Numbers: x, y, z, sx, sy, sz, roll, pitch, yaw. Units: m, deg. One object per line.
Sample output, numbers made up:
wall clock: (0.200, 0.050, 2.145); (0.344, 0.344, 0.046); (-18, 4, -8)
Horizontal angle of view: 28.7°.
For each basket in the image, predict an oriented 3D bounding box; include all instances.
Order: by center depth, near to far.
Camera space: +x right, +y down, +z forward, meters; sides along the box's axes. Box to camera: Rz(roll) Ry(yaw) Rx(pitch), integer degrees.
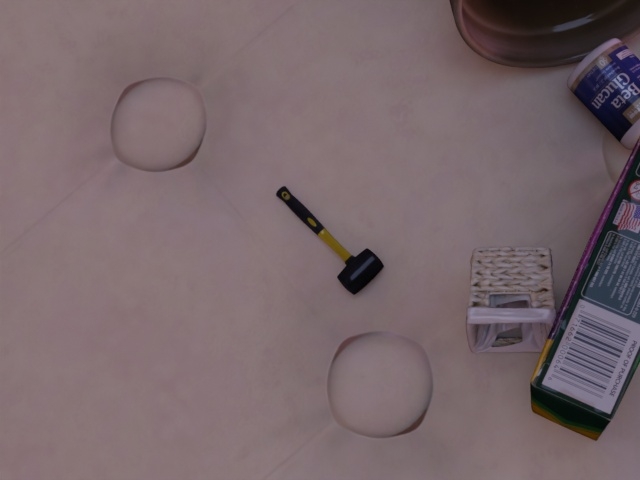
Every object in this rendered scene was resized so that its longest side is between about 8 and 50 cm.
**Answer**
basket: (0.246, 0.078, 1.615); (0.113, 0.167, 0.103); (-1, 71, 8)

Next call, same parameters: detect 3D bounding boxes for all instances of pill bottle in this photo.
pill bottle: (0.420, -0.182, 1.679); (0.094, 0.094, 0.169); (-40, 75, -2)

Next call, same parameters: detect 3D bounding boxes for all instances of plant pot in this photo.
plant pot: (0.304, -0.438, 1.671); (0.323, 0.323, 0.280); (-15, 58, 5)

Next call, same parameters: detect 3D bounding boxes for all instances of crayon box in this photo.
crayon box: (0.373, 0.050, 1.522); (0.106, 0.313, 0.363); (24, 82, 15)

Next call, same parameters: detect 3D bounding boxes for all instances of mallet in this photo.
mallet: (0.000, 0.000, 1.736); (0.189, 0.039, 0.062); (38, 88, 19)
